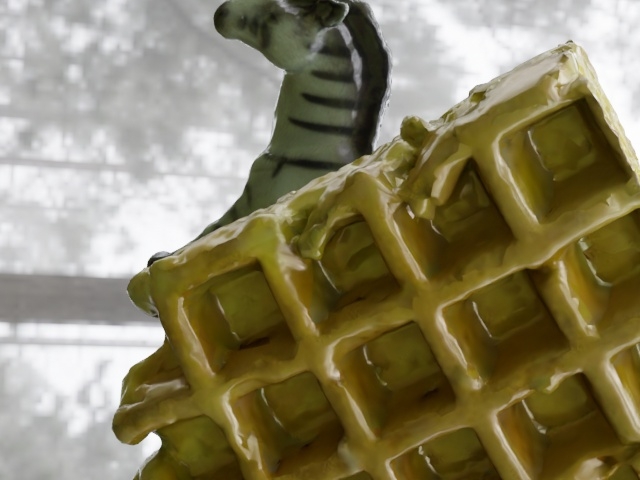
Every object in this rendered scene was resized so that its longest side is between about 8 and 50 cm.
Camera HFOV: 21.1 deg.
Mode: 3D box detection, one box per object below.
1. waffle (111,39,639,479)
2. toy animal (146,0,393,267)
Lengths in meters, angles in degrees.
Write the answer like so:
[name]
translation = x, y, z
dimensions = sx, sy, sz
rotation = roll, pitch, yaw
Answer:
[waffle]
translation = 0.040, 0.078, 0.588
dimensions = 0.229, 0.219, 0.057
rotation = 61, 16, -12
[toy animal]
translation = 0.004, -0.001, 0.787
dimensions = 0.176, 0.073, 0.217
rotation = -47, -120, 36
